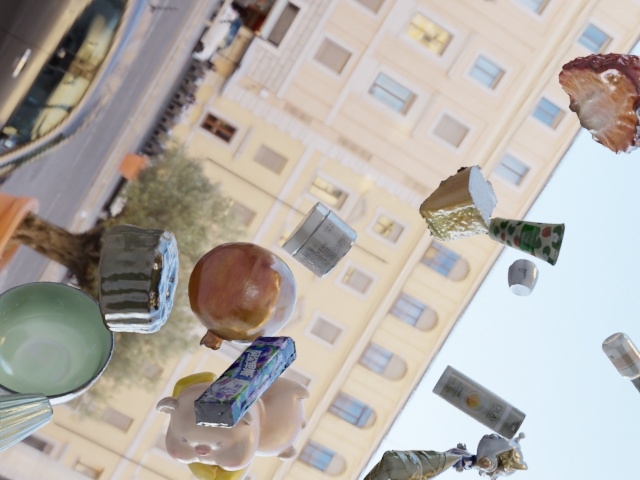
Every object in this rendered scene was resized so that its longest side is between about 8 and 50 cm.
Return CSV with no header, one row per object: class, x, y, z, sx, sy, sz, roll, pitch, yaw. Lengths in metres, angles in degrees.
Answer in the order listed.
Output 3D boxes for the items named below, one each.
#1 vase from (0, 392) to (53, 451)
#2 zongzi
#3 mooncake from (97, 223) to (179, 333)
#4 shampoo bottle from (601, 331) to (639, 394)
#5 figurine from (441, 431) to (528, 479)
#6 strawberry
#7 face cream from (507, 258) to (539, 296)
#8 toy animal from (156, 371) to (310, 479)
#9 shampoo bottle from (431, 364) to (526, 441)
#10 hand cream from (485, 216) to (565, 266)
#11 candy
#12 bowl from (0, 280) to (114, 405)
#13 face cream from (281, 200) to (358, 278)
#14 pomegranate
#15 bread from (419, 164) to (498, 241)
vase,-0.652,0.362,1.526,0.248,0.128,0.128,-13,151,-44
zongzi,0.176,0.485,1.584,0.189,0.178,0.081,118,-37,-46
mooncake,-0.463,0.100,2.011,0.290,0.161,0.290,-176,-90,-90
shampoo bottle,0.767,0.315,1.902,0.074,0.192,0.074,-37,180,0
figurine,0.451,0.623,2.235,0.274,0.194,0.133,-18,-115,36
strawberry,0.695,-0.343,1.788,0.149,0.265,0.336,-36,173,-2
face cream,0.596,0.110,2.298,0.091,0.091,0.095,-45,-159,53
toy animal,-0.204,0.445,1.802,0.247,0.345,0.277,97,-2,-78
shampoo bottle,0.396,0.406,1.950,0.086,0.227,0.056,-58,168,2
hand cream,0.455,-0.011,1.743,0.276,0.059,0.095,-156,-102,-69
candy,-0.145,0.275,1.560,0.312,0.088,0.061,-40,124,-63
bowl,-0.749,0.305,2.112,0.185,0.354,0.354,117,-5,-50
face cream,0.000,0.000,2.237,0.177,0.153,0.177,-50,-176,5
pomegranate,-0.192,0.138,1.820,0.270,0.252,0.229,-61,149,-13
bread,0.340,-0.091,1.857,0.169,0.140,0.160,-15,-152,45
